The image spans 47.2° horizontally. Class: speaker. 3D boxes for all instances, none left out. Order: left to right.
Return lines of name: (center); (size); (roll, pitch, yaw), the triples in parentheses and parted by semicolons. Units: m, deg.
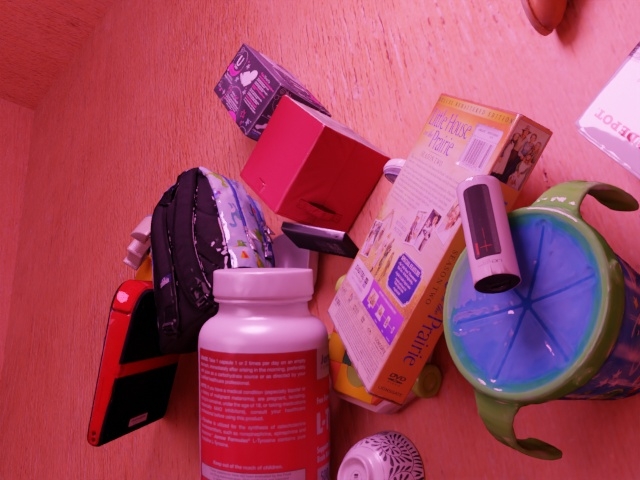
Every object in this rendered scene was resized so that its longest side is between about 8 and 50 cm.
speaker: (0.198, -0.007, 0.868); (0.055, 0.055, 0.136); (-31, 51, 40)

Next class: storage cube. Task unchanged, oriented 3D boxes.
storage cube: (-0.016, -0.148, 1.465); (0.193, 0.183, 0.215); (-59, 38, 13)

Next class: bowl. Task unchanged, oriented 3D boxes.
bowl: (-0.052, 0.051, 1.529); (0.142, 0.053, 0.142); (-19, 60, 47)
bowl: (0.080, 0.390, 1.189); (0.170, 0.080, 0.170); (-27, 54, 44)

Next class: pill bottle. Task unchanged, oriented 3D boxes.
pill bottle: (-0.097, 0.254, 1.272); (0.229, 0.228, 0.408); (1, 91, 52)

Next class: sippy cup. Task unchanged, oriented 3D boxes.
sippy cup: (0.311, 0.100, 0.908); (0.305, 0.224, 0.240); (-50, 40, 26)

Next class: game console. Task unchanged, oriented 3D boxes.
game console: (-0.401, 0.261, 1.654); (0.060, 0.386, 0.342); (14, 88, 10)

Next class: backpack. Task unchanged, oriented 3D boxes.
backpack: (-0.237, 0.020, 1.556); (0.290, 0.273, 0.356); (-41, 65, 32)

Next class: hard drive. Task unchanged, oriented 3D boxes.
hard drive: (0.000, 0.000, 1.410); (0.135, 0.094, 0.022); (11, 71, 26)

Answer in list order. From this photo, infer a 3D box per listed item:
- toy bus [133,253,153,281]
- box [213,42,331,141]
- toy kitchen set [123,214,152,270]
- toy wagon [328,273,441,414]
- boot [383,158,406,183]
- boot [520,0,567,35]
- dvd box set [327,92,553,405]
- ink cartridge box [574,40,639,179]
toy bus: (-0.453, 0.210, 1.898); (0.333, 0.130, 0.108); (-62, 38, 11)
box: (-0.112, -0.319, 1.681); (0.142, 0.163, 0.247); (-53, 40, 17)
toy kitchen set: (-0.350, 0.028, 1.779); (0.122, 0.207, 0.166); (-59, 2, -41)
toy wagon: (0.117, 0.118, 1.274); (0.267, 0.068, 0.345); (8, 81, 52)
boot: (0.162, -0.085, 1.294); (0.086, 0.069, 0.190); (-55, 36, -10)
boot: (0.431, -0.467, 1.132); (0.220, 0.109, 0.284); (-3, 65, 47)
dvd box set: (0.154, -0.007, 1.097); (0.421, 0.062, 0.308); (-63, 17, 9)
ink cartridge box: (0.492, -0.189, 0.894); (0.289, 0.121, 0.211); (-54, 40, 21)
